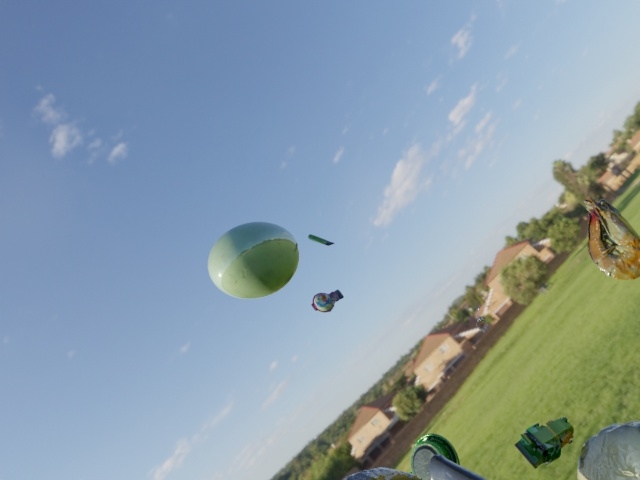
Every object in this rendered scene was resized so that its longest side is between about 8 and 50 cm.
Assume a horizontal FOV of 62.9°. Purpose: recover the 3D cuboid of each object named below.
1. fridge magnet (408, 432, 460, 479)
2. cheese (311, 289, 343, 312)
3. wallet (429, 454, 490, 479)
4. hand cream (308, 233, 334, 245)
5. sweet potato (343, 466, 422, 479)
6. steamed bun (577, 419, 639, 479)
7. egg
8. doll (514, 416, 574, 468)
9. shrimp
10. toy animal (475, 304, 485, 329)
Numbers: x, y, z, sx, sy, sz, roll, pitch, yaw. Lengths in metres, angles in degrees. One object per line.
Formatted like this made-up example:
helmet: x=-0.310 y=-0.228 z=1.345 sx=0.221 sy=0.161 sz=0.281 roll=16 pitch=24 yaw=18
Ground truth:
fridge magnet: x=0.395 y=0.786 z=1.833 sx=0.088 sy=0.208 sz=0.208 roll=18 pitch=-60 yaw=-37
cheese: x=0.029 y=0.246 z=2.136 sx=0.145 sy=0.095 sz=0.038 roll=-25 pitch=-24 yaw=-28
wallet: x=0.475 y=0.794 z=1.509 sx=0.062 sy=0.228 sz=0.406 roll=-6 pitch=2 yaw=-29
hand cream: x=0.000 y=0.000 z=2.038 sx=0.036 sy=0.122 sz=0.023 roll=-17 pitch=-64 yaw=-41
sweet potato: x=0.100 y=0.559 z=1.141 sx=0.341 sy=0.114 sz=0.092 roll=1 pitch=-59 yaw=-53
steamed bun: x=0.931 y=0.728 z=1.533 sx=0.325 sy=0.230 sz=0.372 roll=119 pitch=162 yaw=-62
egg: x=-0.233 y=0.070 z=1.896 sx=0.389 sy=0.276 sz=0.276 roll=-19 pitch=-31 yaw=-54
doll: x=0.673 y=0.596 z=1.562 sx=0.186 sy=0.106 sz=0.134 roll=-18 pitch=-55 yaw=-18
shrimp: x=0.869 y=-0.015 z=1.578 sx=0.154 sy=0.294 sz=0.062 roll=-20 pitch=-29 yaw=7
toy animal: x=0.528 y=0.258 z=1.723 sx=0.028 sy=0.084 sz=0.050 roll=-8 pitch=-28 yaw=27
